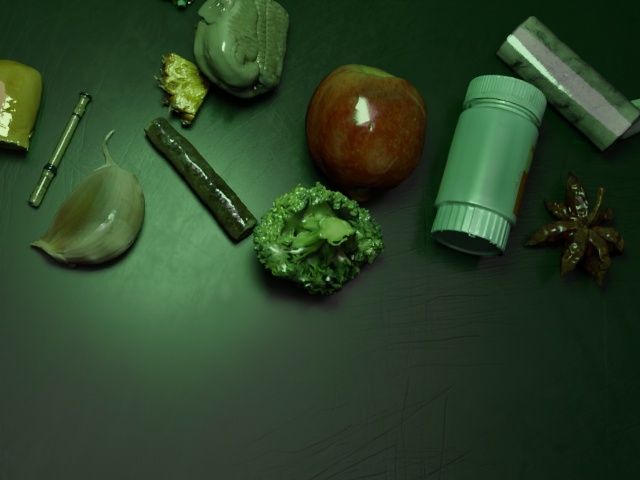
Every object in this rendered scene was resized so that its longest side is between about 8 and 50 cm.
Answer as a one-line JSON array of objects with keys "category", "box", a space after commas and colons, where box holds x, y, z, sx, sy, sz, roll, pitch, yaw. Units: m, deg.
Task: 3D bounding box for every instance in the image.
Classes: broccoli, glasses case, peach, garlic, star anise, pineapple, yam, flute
[{"category": "broccoli", "box": [0.000, 0.001, 1.699, 0.226, 0.176, 0.198, 11, 81, 8]}, {"category": "glasses case", "box": [0.495, -0.314, 1.880, 0.114, 0.060, 0.299, -45, 82, 3]}, {"category": "peach", "box": [0.078, -0.189, 1.734, 0.232, 0.232, 0.257, 14, 110, -6]}, {"category": "garlic", "box": [-0.381, -0.067, 1.698, 0.148, 0.128, 0.266, 35, 64, -13]}, {"category": "star anise", "box": [0.504, -0.015, 1.825, 0.196, 0.111, 0.212, -33, 92, -7]}, {"category": "pineapple", "box": [-0.249, -0.287, 1.777, 0.116, 0.069, 0.137, -16, 90, -18]}, {"category": "yam", "box": [-0.221, -0.116, 1.745, 0.061, 0.061, 0.274, -40, 86, -15]}, {"category": "flute", "box": [-0.477, -0.167, 1.727, 0.027, 0.027, 0.233, 23, 76, -4]}]

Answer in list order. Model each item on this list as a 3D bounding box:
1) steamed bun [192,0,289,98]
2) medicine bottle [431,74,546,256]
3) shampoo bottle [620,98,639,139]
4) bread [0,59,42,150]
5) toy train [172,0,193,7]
[{"category": "steamed bun", "box": [-0.166, -0.372, 1.749, 0.144, 0.211, 0.218, -6, 78, 32]}, {"category": "medicine bottle", "box": [0.316, -0.137, 1.785, 0.158, 0.158, 0.318, 19, 76, -5]}, {"category": "shampoo bottle", "box": [0.679, -0.269, 1.932, 0.190, 0.041, 0.069, -23, 80, -13]}, {"category": "bread", "box": [-0.575, -0.245, 1.696, 0.134, 0.085, 0.173, 6, 78, -9]}, {"category": "toy train", "box": [-0.274, -0.510, 1.821, 0.081, 0.050, 0.122, 11, 77, -2]}]
